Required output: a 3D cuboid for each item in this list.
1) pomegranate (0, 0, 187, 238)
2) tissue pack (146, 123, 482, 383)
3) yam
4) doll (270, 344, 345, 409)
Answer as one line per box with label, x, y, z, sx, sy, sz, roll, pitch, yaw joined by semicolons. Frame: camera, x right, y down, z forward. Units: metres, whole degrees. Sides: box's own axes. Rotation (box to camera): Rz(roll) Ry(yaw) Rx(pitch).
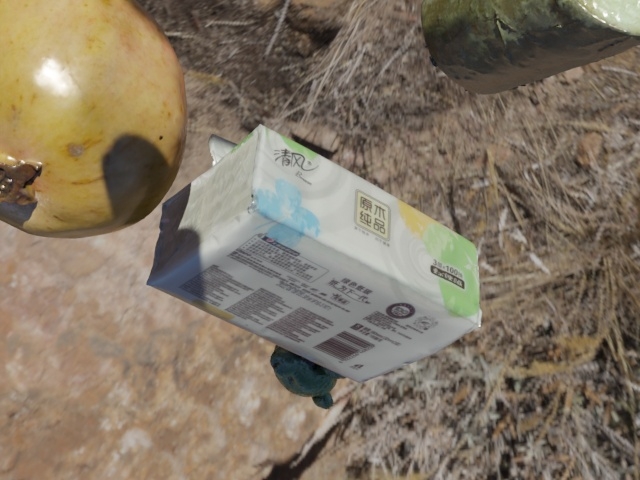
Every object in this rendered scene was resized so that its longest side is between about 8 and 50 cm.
pomegranate;-0.182;-0.093;0.718;0.191;0.191;0.191;2;108;5
tissue pack;0.000;0.000;0.840;0.229;0.145;0.159;27;141;-28
yam;0.241;-0.257;1.065;0.168;0.304;0.168;3;84;-26
doll;-0.010;0.094;1.005;0.078;0.115;0.150;-7;133;-34
